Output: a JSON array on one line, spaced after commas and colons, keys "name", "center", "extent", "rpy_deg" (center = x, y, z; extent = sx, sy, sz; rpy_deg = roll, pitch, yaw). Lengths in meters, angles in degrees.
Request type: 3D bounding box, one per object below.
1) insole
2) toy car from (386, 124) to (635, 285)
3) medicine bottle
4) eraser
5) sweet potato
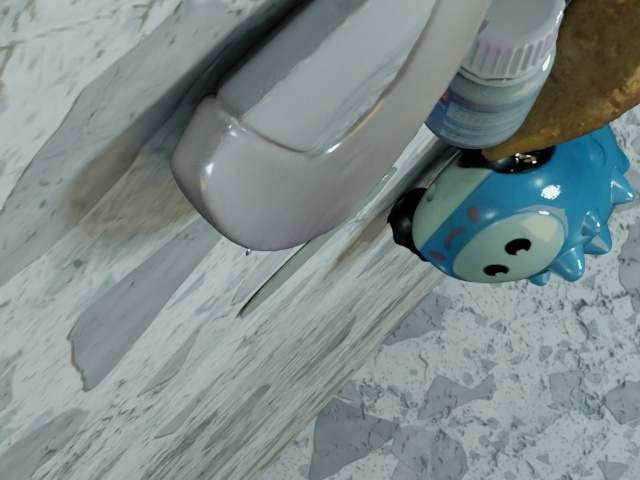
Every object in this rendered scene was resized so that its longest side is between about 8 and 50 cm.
[{"name": "insole", "center": [0.000, 0.000, 1.363], "extent": [0.197, 0.004, 0.065], "rpy_deg": [-43, 172, -21]}, {"name": "toy car", "center": [0.208, -0.044, 1.590], "extent": [0.255, 0.190, 0.188], "rpy_deg": [-35, 168, -49]}, {"name": "medicine bottle", "center": [0.106, -0.119, 0.997], "extent": [0.083, 0.083, 0.203], "rpy_deg": [-45, 174, -10]}, {"name": "eraser", "center": [0.004, -0.067, 0.797], "extent": [0.204, 0.059, 0.243], "rpy_deg": [-45, 169, -14]}, {"name": "sweet potato", "center": [0.274, -0.191, 1.441], "extent": [0.337, 0.131, 0.131], "rpy_deg": [-36, 172, -4]}]
